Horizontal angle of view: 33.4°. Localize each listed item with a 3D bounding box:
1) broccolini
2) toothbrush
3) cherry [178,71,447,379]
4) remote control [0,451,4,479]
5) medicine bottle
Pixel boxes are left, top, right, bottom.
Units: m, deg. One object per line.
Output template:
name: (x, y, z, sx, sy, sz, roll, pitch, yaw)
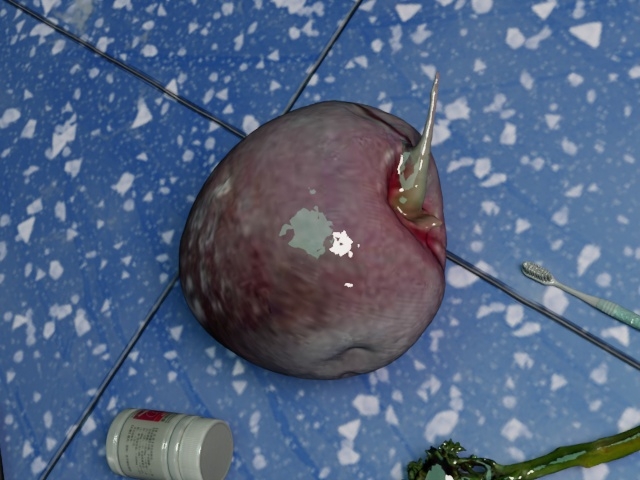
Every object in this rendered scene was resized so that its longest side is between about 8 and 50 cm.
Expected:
broccolini: (0.174, 0.158, 0.776, 0.254, 0.071, 0.057, -21, 23, 9)
toothbrush: (0.222, 0.053, 0.793, 0.167, 0.014, 0.011, 28, 76, 29)
cherry: (0.000, 0.000, 0.818, 0.266, 0.184, 0.213, -26, 44, 38)
remote control: (-0.299, 0.265, 0.949, 0.063, 0.025, 0.245, -22, 64, 15)
medicine bottle: (-0.125, 0.171, 0.882, 0.091, 0.058, 0.058, 2, 73, 25)
